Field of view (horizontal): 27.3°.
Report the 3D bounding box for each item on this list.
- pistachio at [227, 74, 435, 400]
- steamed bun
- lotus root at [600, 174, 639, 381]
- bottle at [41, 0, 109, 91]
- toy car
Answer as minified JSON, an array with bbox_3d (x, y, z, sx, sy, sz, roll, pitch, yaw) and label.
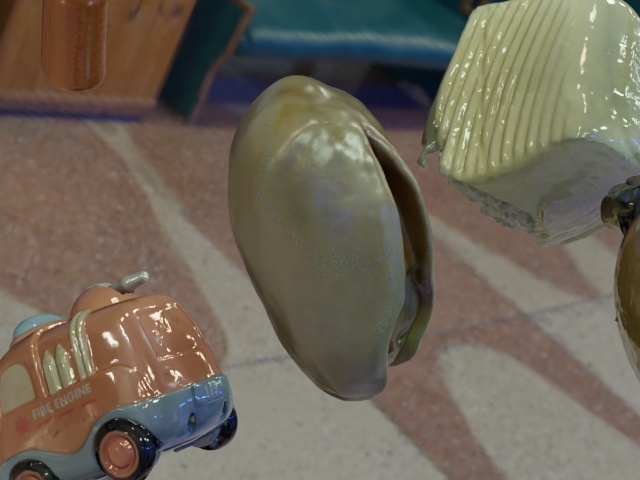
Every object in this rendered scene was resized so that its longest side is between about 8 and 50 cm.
[{"bbox_3d":[0.000,0.000,1.145,0.197,0.288,0.166,4,22,37],"label":"pistachio"},{"bbox_3d":[0.317,-0.147,1.666,0.273,0.290,0.272,-9,-24,43],"label":"steamed bun"},{"bbox_3d":[0.249,0.026,0.729,0.182,0.183,0.310,19,17,-19],"label":"lotus root"},{"bbox_3d":[-0.237,-0.237,1.287,0.069,0.187,0.069,8,42,-7],"label":"bottle"},{"bbox_3d":[-0.237,0.162,1.414,0.180,0.270,0.212,-10,75,-62],"label":"toy car"}]
